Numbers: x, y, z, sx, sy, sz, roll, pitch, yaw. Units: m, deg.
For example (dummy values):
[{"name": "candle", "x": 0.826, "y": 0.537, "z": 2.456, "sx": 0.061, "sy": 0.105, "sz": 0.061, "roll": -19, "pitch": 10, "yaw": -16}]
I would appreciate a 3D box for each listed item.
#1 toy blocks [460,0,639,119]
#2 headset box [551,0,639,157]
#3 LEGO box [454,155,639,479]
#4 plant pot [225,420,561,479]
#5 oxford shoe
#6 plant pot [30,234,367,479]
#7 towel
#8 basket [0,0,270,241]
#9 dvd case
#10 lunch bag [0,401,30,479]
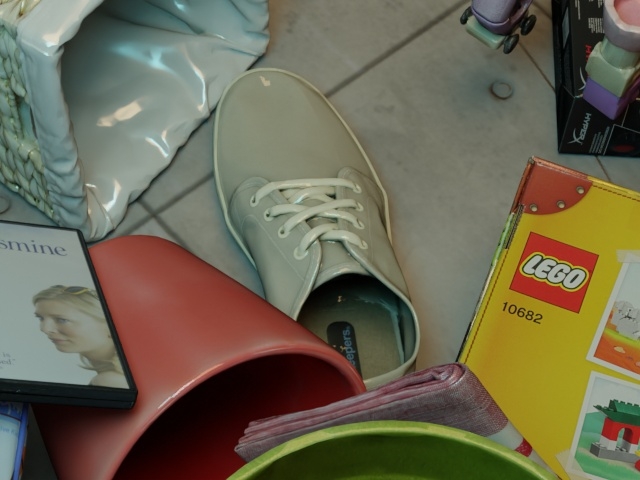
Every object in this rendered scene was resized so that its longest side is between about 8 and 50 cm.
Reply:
[{"name": "toy blocks", "x": 0.346, "y": -0.283, "z": 1.792, "sx": 0.309, "sy": 0.260, "sz": 0.288, "roll": 35, "pitch": 65, "yaw": 16}, {"name": "headset box", "x": 0.400, "y": -0.200, "z": 1.962, "sx": 0.293, "sy": 0.110, "sz": 0.218, "roll": 2, "pitch": 59, "yaw": -2}, {"name": "LEGO box", "x": 0.357, "y": 0.191, "z": 1.673, "sx": 0.500, "sy": 0.193, "sz": 0.372, "roll": 20, "pitch": 60, "yaw": 8}, {"name": "plant pot", "x": 0.049, "y": 0.384, "z": 1.443, "sx": 0.366, "sy": 0.353, "sz": 0.367, "roll": 1, "pitch": 58, "yaw": -2}, {"name": "oxford shoe", "x": 0.000, "y": 0.000, "z": 1.807, "sx": 0.169, "sy": 0.130, "sz": 0.449, "roll": -10, "pitch": 59, "yaw": -8}, {"name": "plant pot", "x": -0.134, "y": 0.138, "z": 1.635, "sx": 0.275, "sy": 0.275, "sz": 0.243, "roll": -27, "pitch": 46, "yaw": -19}, {"name": "towel", "x": 0.116, "y": 0.234, "z": 1.513, "sx": 0.329, "sy": 0.237, "sz": 0.037, "roll": 48, "pitch": 43, "yaw": -26}, {"name": "basket", "x": -0.246, "y": -0.242, "z": 1.827, "sx": 0.266, "sy": 0.328, "sz": 0.331, "roll": 29, "pitch": 62, "yaw": 18}, {"name": "dvd case", "x": -0.260, "y": 0.052, "z": 1.513, "sx": 0.180, "sy": 0.022, "sz": 0.253, "roll": 6, "pitch": 29, "yaw": -23}, {"name": "lunch bag", "x": -0.317, "y": 0.211, "z": 1.564, "sx": 0.115, "sy": 0.303, "sz": 0.243, "roll": 9, "pitch": 56, "yaw": -14}]
